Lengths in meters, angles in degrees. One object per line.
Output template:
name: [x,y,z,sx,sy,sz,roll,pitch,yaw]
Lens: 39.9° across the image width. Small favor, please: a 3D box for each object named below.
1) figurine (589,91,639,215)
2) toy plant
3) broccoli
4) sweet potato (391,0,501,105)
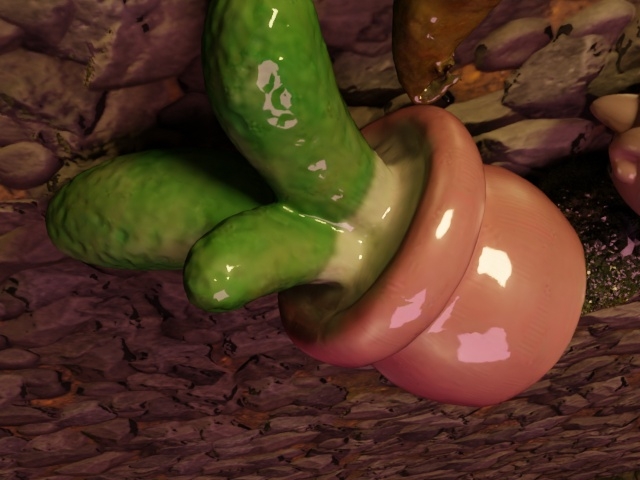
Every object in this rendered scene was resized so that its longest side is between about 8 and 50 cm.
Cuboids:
figurine: [0.365,-0.064,0.724,0.288,0.176,0.186,-15,129,-24]
toy plant: [0.005,-0.001,0.668,0.356,0.210,0.317,23,140,-27]
broccoli: [0.247,-0.004,0.828,0.162,0.145,0.138,-20,-175,-15]
sweet potato: [0.163,-0.216,0.417,0.131,0.130,0.423,16,143,-40]
